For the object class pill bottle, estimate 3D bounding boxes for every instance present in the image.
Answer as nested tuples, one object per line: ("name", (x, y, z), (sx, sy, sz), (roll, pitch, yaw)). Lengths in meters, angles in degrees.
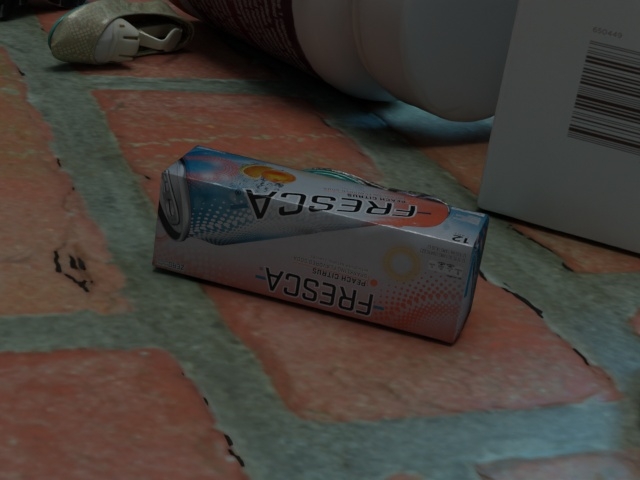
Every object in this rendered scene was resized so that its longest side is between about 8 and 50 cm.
("pill bottle", (0.022, -0.255, 1.143), (0.224, 0.224, 0.392), (-9, 28, -36))

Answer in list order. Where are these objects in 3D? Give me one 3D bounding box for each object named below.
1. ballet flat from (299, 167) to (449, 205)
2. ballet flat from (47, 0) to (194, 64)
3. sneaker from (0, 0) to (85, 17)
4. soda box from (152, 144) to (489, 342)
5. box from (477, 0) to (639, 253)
("ballet flat", (0.033, -0.019, 0.835), (0.114, 0.041, 0.041), (15, 23, 14))
("ballet flat", (-0.167, -0.182, 1.122), (0.052, 0.057, 0.168), (28, 28, 19))
("sneaker", (-0.300, -0.269, 1.244), (0.094, 0.081, 0.208), (18, 25, 27))
("soda box", (0.000, 0.000, 0.732), (0.183, 0.063, 0.058), (13, 23, 11))
("box", (0.265, -0.146, 0.988), (0.168, 0.215, 0.345), (17, 24, 18))
